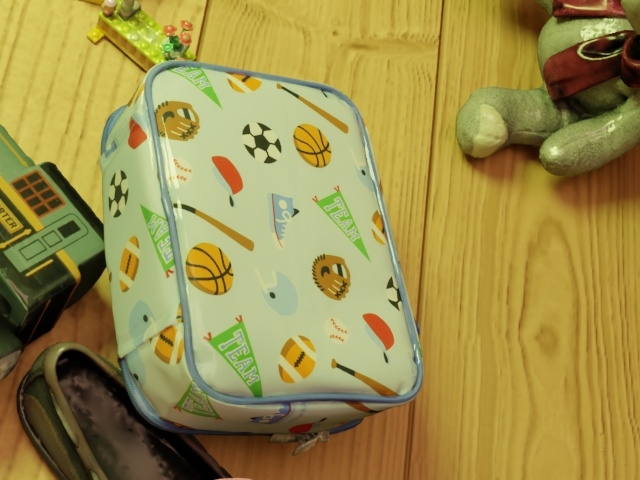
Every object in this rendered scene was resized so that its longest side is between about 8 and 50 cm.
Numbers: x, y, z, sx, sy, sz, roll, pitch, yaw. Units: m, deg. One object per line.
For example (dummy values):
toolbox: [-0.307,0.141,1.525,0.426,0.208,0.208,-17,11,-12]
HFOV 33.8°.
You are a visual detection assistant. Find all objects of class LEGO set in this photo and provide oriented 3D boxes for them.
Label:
LEGO set: [-0.155,-0.241,0.975,0.132,0.107,0.287,-9,70,-23]

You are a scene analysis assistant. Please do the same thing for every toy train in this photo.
toy train: [-0.316,-0.041,0.819,0.334,0.142,0.190,48,48,8]

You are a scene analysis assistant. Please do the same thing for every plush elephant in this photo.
plush elephant: [0.325,-0.188,1.023,0.330,0.255,0.272,18,79,-20]

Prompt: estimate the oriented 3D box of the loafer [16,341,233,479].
loafer: [-0.117,0.199,0.794,0.302,0.095,0.109,46,60,5]

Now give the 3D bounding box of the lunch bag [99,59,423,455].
lunch bag: [-0.042,0.014,0.830,0.243,0.115,0.303,6,64,-36]

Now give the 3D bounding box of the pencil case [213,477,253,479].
pencil case: [-0.202,0.232,0.665,0.386,0.167,0.160,3,22,-2]
